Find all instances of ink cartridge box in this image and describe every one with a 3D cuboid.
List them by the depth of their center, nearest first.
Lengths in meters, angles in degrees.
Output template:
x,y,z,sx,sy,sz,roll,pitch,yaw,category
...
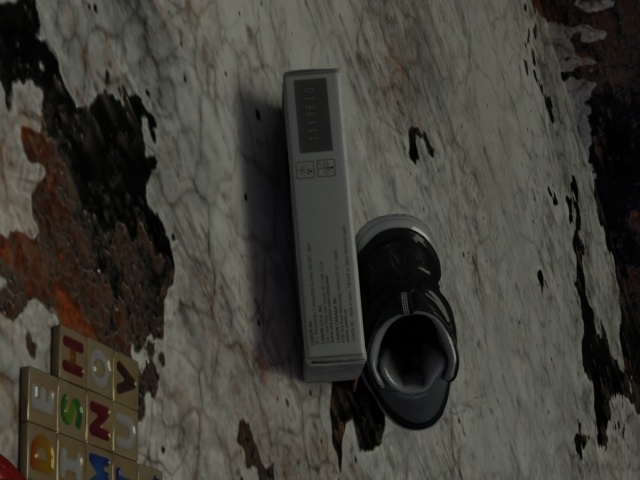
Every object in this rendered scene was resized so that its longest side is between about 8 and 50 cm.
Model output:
x,y,z,sx,sy,sz,roll,pitch,yaw,category
0.000,0.000,1.709,0.239,0.060,0.275,102,-16,-77,ink cartridge box

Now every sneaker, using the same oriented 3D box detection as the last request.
x,y,z,sx,sy,sz,roll,pitch,yaw,category
0.083,0.117,1.734,0.153,0.101,0.268,-96,177,-52,sneaker

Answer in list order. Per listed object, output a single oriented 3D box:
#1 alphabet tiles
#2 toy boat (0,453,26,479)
x,y,z,sx,sy,sz,roll,pitch,yaw,category
-0.161,0.188,1.277,0.198,0.009,0.237,36,48,-61,alphabet tiles
-0.210,0.164,0.960,0.231,0.151,0.151,32,52,-63,toy boat
